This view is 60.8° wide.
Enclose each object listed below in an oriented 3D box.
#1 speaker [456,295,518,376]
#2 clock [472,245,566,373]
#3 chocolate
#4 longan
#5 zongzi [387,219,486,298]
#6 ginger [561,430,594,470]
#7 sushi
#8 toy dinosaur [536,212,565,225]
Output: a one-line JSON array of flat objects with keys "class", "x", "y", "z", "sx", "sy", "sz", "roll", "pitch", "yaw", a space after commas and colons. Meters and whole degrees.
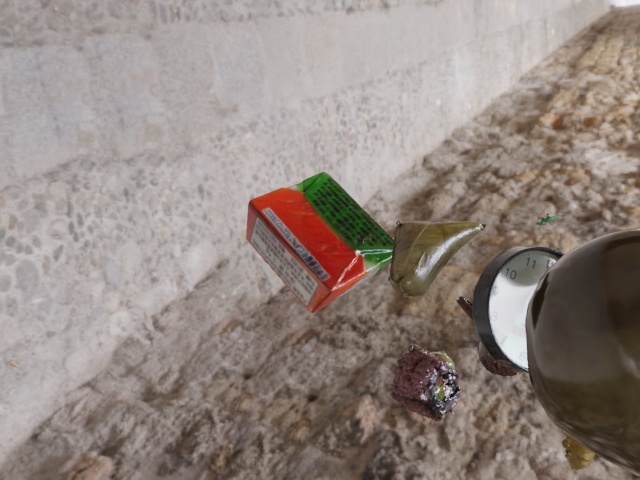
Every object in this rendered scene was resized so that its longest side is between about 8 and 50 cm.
[{"class": "speaker", "x": 0.627, "y": 0.322, "z": 1.950, "sx": 0.329, "sy": 0.198, "sz": 0.259, "roll": 46, "pitch": 31, "yaw": -53}, {"class": "clock", "x": 0.636, "y": 0.205, "z": 1.608, "sx": 0.076, "sy": 0.385, "sz": 0.387, "roll": 164, "pitch": -66, "yaw": -75}, {"class": "chocolate", "x": 0.000, "y": 0.000, "z": 1.574, "sx": 0.341, "sy": 0.360, "sz": 0.161, "roll": -25, "pitch": 154, "yaw": -43}, {"class": "longan", "x": 0.497, "y": 0.160, "z": 0.789, "sx": 0.336, "sy": 0.404, "sz": 0.405, "roll": -67, "pitch": 147, "yaw": -51}, {"class": "zongzi", "x": 0.248, "y": 0.032, "z": 1.163, "sx": 0.099, "sy": 0.197, "sz": 0.195, "roll": 61, "pitch": 35, "yaw": -41}, {"class": "ginger", "x": 0.680, "y": 0.519, "z": 1.425, "sx": 0.115, "sy": 0.081, "sz": 0.206, "roll": -5, "pitch": 113, "yaw": -45}, {"class": "sushi", "x": 0.374, "y": 0.487, "z": 1.888, "sx": 0.237, "sy": 0.170, "sz": 0.270, "roll": -54, "pitch": 132, "yaw": -17}, {"class": "toy dinosaur", "x": 0.710, "y": -0.066, "z": 1.690, "sx": 0.062, "sy": 0.083, "sz": 0.021, "roll": -38, "pitch": 110, "yaw": -46}]
